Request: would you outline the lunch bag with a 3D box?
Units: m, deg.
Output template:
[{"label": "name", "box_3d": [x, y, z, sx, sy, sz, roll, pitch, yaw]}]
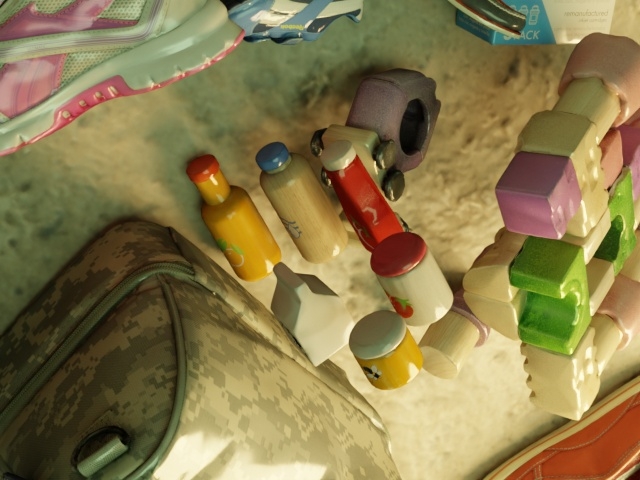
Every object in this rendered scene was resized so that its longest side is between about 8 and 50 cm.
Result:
[{"label": "lunch bag", "box_3d": [-0.080, 0.164, 0.875, 0.212, 0.256, 0.305, -45, 123, 2]}]

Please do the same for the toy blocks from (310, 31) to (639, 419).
[{"label": "toy blocks", "box_3d": [0.212, -0.039, 0.963, 0.260, 0.308, 0.289, -54, 143, -32]}]

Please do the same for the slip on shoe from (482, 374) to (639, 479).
[{"label": "slip on shoe", "box_3d": [0.238, 0.251, 1.154, 0.331, 0.101, 0.123, -36, 125, -3]}]

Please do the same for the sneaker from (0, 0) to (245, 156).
[{"label": "sneaker", "box_3d": [-0.182, -0.125, 0.789, 0.252, 0.103, 0.111, -24, 100, -3]}]

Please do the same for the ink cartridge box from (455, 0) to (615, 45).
[{"label": "ink cartridge box", "box_3d": [0.169, -0.239, 0.904, 0.104, 0.061, 0.181, -5, 116, -22]}]

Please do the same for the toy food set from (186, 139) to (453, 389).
[{"label": "toy food set", "box_3d": [0.000, 0.000, 0.847, 0.111, 0.232, 0.104, -36, 123, -9]}]

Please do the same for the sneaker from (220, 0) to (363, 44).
[{"label": "sneaker", "box_3d": [-0.030, -0.159, 0.861, 0.144, 0.053, 0.059, -22, 123, -12]}]

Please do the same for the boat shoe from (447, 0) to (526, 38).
[{"label": "boat shoe", "box_3d": [0.093, -0.193, 0.870, 0.137, 0.049, 0.043, 37, 102, 7]}]
